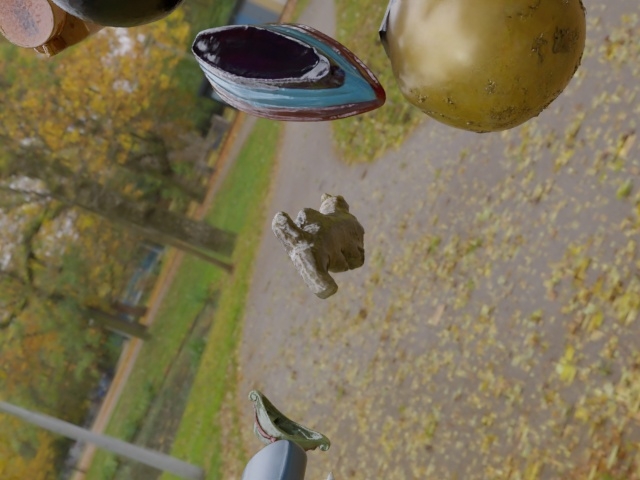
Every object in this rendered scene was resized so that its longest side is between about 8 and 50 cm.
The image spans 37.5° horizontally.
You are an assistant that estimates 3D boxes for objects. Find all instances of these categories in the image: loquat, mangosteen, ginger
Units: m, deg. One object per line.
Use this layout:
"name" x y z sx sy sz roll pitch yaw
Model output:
"loquat" 0.184 -0.235 1.074 0.235 0.235 0.235 -156 90 -81
"mangosteen" -0.279 -0.380 1.293 0.261 0.235 0.236 107 -178 -63
"ginger" 0.001 -0.001 1.641 0.080 0.166 0.333 -55 -6 27

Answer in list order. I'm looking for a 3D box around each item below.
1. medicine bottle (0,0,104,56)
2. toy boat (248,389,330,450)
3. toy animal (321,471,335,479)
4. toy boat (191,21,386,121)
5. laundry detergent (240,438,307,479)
"medicine bottle" -0.442 -0.394 1.561 0.112 0.149 0.222 -16 22 17
"toy boat" -0.071 0.362 1.806 0.071 0.185 0.089 -59 -8 11
"toy animal" -0.052 0.573 2.001 0.193 0.178 0.128 -23 74 32
"toy boat" -0.056 -0.225 1.223 0.392 0.079 0.136 27 91 54
"laundry detergent" -0.062 0.319 1.111 0.096 0.061 0.206 -38 13 14
